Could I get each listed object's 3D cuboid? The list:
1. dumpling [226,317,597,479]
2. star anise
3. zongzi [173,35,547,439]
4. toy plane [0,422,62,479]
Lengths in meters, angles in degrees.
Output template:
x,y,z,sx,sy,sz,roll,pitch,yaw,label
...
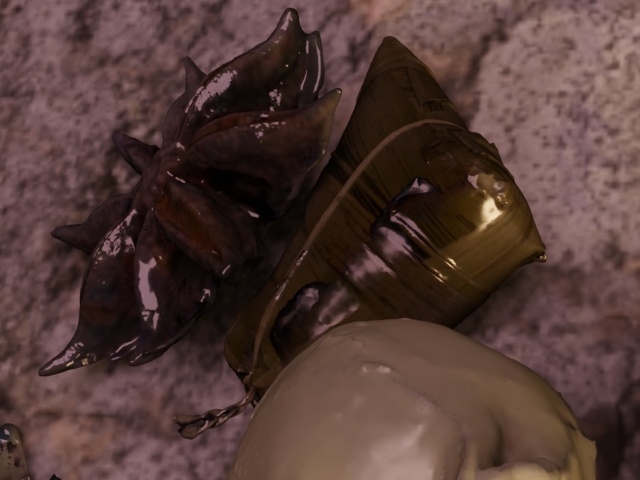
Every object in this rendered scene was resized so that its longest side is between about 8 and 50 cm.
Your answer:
x,y,z,sx,sy,sz,roll,pitch,yaw,label
0.027,0.129,0.747,0.147,0.258,0.193,22,87,-8,dumpling
-0.055,-0.018,0.896,0.181,0.061,0.204,-5,55,58,star anise
0.000,0.000,0.908,0.189,0.081,0.178,-41,39,9,zongzi
-0.213,0.183,0.839,0.262,0.088,0.192,-37,58,-22,toy plane
